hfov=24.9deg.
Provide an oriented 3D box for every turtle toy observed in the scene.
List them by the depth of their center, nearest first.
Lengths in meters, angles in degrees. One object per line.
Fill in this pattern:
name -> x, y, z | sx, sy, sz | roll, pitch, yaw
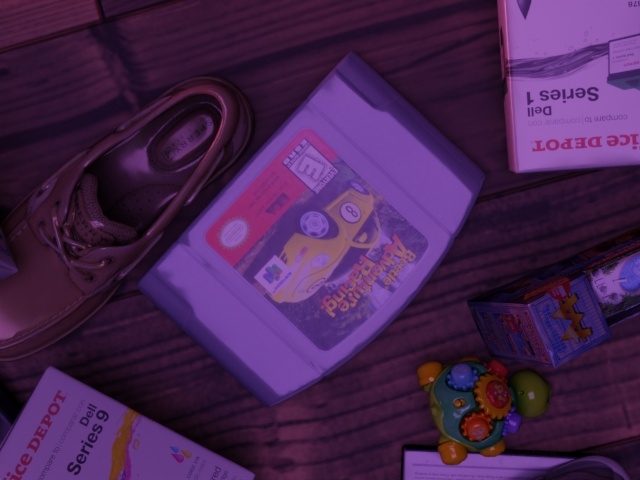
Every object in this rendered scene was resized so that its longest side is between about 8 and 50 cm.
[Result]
turtle toy -> 0.150, 0.144, 1.293 | 0.066, 0.130, 0.095 | -32, 68, 47

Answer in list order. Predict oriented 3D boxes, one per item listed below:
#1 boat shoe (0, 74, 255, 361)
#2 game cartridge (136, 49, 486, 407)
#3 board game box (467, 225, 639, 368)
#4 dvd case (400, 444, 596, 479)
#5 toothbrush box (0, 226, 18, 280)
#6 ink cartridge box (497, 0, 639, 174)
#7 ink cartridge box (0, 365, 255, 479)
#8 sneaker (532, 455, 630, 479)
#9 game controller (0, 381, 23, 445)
boat shoe -> -0.204, -0.022, 1.294 | 0.121, 0.110, 0.341 | 44, 96, 0
game cartridge -> 0.000, 0.000, 1.313 | 0.196, 0.060, 0.294 | 42, 96, -4
board game box -> 0.226, 0.049, 1.228 | 0.194, 0.194, 0.060 | -24, 92, 6
dvd case -> 0.160, 0.311, 1.336 | 0.179, 0.029, 0.238 | 2, 94, 4
toothbrush box -> -0.426, -0.062, 1.258 | 0.216, 0.126, 0.295 | -28, 72, 5
ink cartridge box -> 0.237, -0.169, 1.261 | 0.160, 0.092, 0.219 | -5, 94, 5
ink cartridge box -> -0.189, 0.230, 1.282 | 0.212, 0.093, 0.154 | 29, 70, -6
sneaker -> 0.167, 0.260, 1.250 | 0.229, 0.132, 0.086 | -30, 91, 5
game controller -> -0.340, 0.208, 1.355 | 0.166, 0.067, 0.319 | -41, 90, 20
